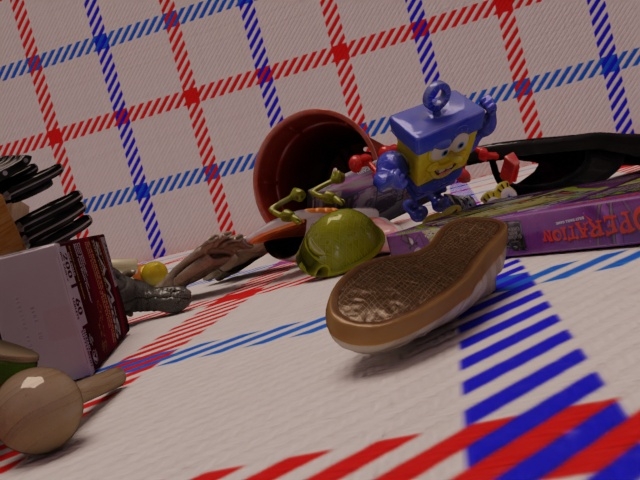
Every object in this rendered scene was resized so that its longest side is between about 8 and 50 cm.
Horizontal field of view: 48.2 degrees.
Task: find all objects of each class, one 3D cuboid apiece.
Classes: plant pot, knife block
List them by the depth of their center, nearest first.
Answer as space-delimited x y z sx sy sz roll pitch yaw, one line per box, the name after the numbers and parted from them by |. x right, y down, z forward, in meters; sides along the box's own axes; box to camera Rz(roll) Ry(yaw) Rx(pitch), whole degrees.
-0.407 0.019 0.842 0.088 0.276 0.242 4 -15 40 | knife block
0.042 -0.120 1.491 0.272 0.273 0.265 -13 -4 25 | plant pot

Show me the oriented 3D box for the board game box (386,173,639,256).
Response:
0.260 -0.027 0.777 0.208 0.056 0.346 -12 2 -35 | board game box

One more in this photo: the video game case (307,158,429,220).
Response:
0.101 -0.080 1.232 0.274 0.026 0.196 -24 -26 -15 | video game case

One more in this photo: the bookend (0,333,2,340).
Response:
-0.438 0.139 0.766 0.156 0.072 0.157 -10 7 45 | bookend

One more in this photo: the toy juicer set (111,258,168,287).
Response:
-0.406 0.085 1.388 0.209 0.090 0.329 -2 -5 -2 | toy juicer set

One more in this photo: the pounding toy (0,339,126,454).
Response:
-0.272 0.116 0.483 0.236 0.110 0.183 14 -9 -2 | pounding toy

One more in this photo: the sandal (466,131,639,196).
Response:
0.432 -0.122 1.219 0.445 0.107 0.167 -3 0 -16 | sandal

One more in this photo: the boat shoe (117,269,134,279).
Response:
-0.407 0.093 1.229 0.227 0.079 0.081 -8 -5 13 | boat shoe

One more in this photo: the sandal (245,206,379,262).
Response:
0.007 -0.003 1.110 0.265 0.076 0.102 -7 -13 -44 | sandal

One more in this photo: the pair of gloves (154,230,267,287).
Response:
-0.157 0.026 1.168 0.204 0.042 0.240 -33 -8 36 | pair of gloves

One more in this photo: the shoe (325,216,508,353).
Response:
0.079 0.038 0.506 0.076 0.058 0.219 13 23 34 | shoe

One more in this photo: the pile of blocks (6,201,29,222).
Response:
-0.544 0.030 1.124 0.148 0.113 0.362 8 -23 -20 | pile of blocks

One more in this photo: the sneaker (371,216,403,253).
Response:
0.072 -0.004 1.063 0.070 0.051 0.134 -10 7 -12 | sneaker

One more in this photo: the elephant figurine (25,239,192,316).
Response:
-0.333 0.066 0.959 0.239 0.169 0.186 10 49 41 | elephant figurine

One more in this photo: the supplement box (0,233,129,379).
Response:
-0.269 0.066 0.762 0.073 0.130 0.239 -14 5 -6 | supplement box

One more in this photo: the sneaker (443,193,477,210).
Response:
0.250 -0.064 1.276 0.058 0.052 0.135 -10 5 8 | sneaker

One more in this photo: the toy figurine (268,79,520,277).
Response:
0.109 -0.123 0.948 0.362 0.191 0.217 -23 -36 -18 | toy figurine
